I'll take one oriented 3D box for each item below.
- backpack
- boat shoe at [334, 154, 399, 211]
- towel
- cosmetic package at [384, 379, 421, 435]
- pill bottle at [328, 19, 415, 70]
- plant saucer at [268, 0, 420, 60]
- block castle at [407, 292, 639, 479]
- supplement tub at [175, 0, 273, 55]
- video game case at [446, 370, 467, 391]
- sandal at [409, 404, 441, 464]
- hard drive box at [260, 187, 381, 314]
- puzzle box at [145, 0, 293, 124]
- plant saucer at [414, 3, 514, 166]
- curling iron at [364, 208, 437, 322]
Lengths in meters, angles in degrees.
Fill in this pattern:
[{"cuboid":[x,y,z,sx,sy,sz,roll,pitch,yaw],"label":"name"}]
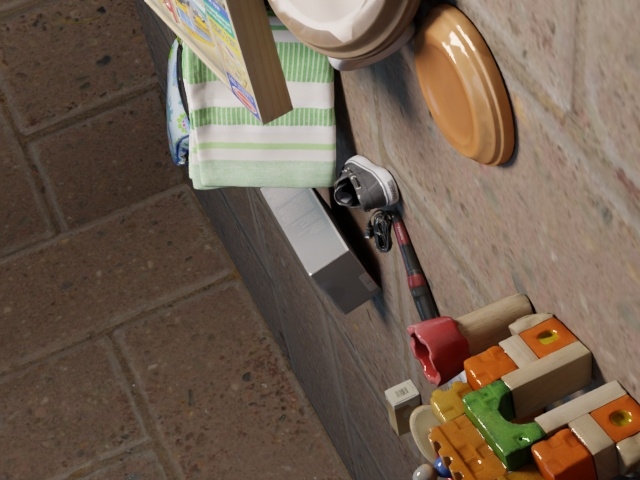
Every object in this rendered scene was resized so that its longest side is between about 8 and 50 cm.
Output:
[{"cuboid":[-0.205,-0.270,2.544,0.355,0.273,0.290,47,-145,-73],"label":"backpack"},{"cuboid":[0.059,-0.083,2.053,0.228,0.076,0.080,-145,33,-70],"label":"boat shoe"},{"cuboid":[-0.099,-0.221,2.032,0.038,0.248,0.325,-89,-2,-53],"label":"towel"},{"cuboid":[0.165,0.330,2.473,0.041,0.060,0.115,57,168,39],"label":"cosmetic package"},{"cuboid":[0.025,-0.329,1.572,0.215,0.117,0.117,65,169,8],"label":"pill bottle"},{"cuboid":[0.011,-0.345,1.460,0.278,0.041,0.278,19,117,42],"label":"plant saucer"},{"cuboid":[0.261,0.299,1.507,0.453,0.213,0.303,-126,16,-51],"label":"block castle"},{"cuboid":[-0.127,-0.315,2.116,0.207,0.207,0.338,-129,18,-54],"label":"supplement tub"},{"cuboid":[0.269,0.314,2.017,0.227,0.026,0.206,61,168,24],"label":"video game case"},{"cuboid":[0.243,0.380,2.130,0.240,0.088,0.079,58,166,-17],"label":"sandal"},{"cuboid":[0.000,0.000,2.364,0.232,0.089,0.181,60,-175,34],"label":"hard drive box"},{"cuboid":[-0.180,-0.363,1.721,0.409,0.052,0.272,47,162,44],"label":"puzzle box"},{"cuboid":[0.160,-0.175,1.460,0.200,0.037,0.200,156,90,-80],"label":"plant saucer"},{"cuboid":[0.148,0.073,2.042,0.068,0.035,0.274,-20,99,43],"label":"curling iron"}]
